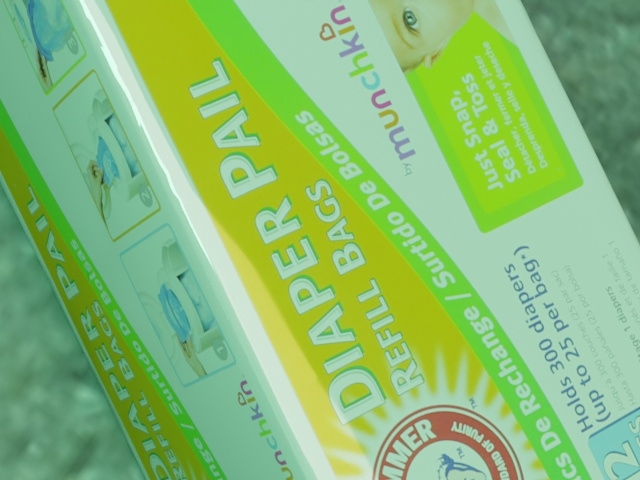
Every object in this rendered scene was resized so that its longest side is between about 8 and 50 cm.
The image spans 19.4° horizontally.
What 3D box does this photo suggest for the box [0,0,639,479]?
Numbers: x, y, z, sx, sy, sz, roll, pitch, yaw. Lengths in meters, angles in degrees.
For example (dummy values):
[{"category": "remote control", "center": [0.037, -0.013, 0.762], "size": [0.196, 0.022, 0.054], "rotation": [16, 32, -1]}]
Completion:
[{"category": "box", "center": [0.000, 0.000, 0.483], "size": [0.114, 0.103, 0.203], "rotation": [-26, 88, -27]}]
